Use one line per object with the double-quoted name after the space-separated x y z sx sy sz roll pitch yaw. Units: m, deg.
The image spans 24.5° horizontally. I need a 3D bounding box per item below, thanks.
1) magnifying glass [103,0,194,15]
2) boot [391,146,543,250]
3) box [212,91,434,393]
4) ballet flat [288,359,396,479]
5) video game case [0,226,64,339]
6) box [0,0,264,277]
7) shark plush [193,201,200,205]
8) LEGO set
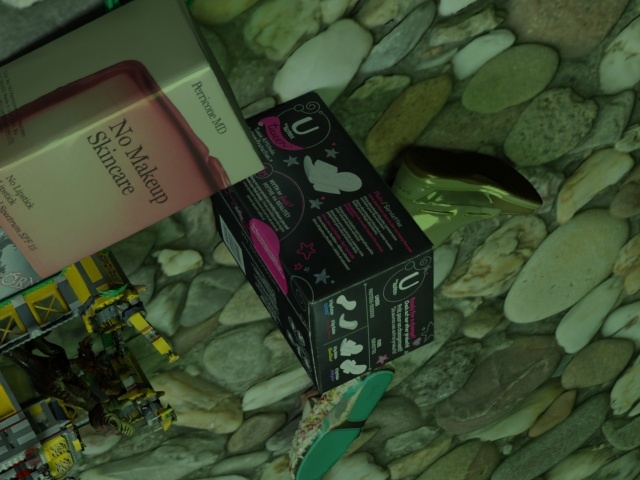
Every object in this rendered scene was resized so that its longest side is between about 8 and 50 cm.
-0.173 -0.185 1.351 0.092 0.026 0.231 -3 131 -36 "magnifying glass"
0.149 -0.022 1.748 0.213 0.077 0.165 8 126 -37 "boot"
0.000 0.000 1.505 0.142 0.247 0.163 -24 143 -14 "box"
0.022 0.216 1.915 0.091 0.077 0.241 5 131 -40 "ballet flat"
-0.374 0.062 1.444 0.274 0.026 0.196 -45 147 20 "video game case"
-0.191 -0.096 1.314 0.232 0.126 0.148 -26 138 2 "box"
-0.167 -0.071 1.485 0.067 0.073 0.161 -24 169 18 "shark plush"
-0.253 0.186 1.524 0.255 0.192 0.331 -22 150 -23 "LEGO set"
